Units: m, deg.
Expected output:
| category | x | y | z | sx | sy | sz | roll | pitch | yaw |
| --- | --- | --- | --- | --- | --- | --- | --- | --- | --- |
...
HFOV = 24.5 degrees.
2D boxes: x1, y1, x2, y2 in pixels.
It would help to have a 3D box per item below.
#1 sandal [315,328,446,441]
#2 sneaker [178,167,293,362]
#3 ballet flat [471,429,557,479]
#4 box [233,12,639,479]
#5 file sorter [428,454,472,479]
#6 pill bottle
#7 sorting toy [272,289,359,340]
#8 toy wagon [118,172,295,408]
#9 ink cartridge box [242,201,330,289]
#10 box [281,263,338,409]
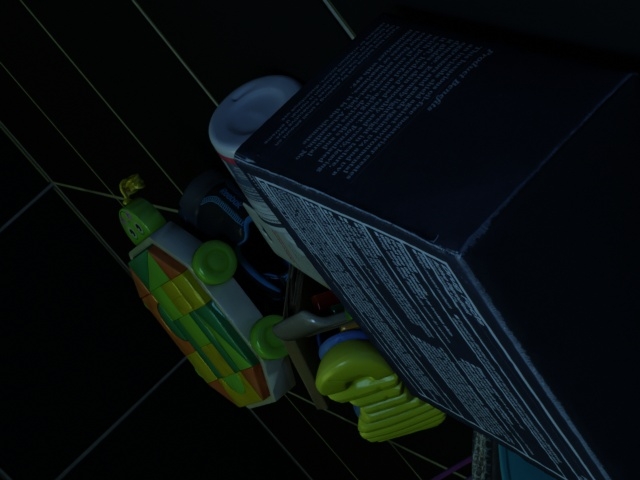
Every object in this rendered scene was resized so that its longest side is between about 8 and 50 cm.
| category | x | y | z | sx | sy | sz | roll | pitch | yaw |
| --- | --- | --- | --- | --- | --- | --- | --- | --- | --- |
| sandal | 0.075 | 0.160 | 1.878 | 0.317 | 0.126 | 0.138 | 58 | -164 | -58 |
| sneaker | -0.070 | 0.061 | 1.952 | 0.140 | 0.125 | 0.341 | 32 | 160 | 48 |
| ballet flat | 0.192 | 0.272 | 1.205 | 0.164 | 0.482 | 0.182 | -3 | 136 | 14 |
| box | 0.140 | 0.014 | 1.078 | 0.296 | 0.183 | 0.294 | 53 | 166 | -32 |
| file sorter | 0.231 | 0.358 | 1.655 | 0.202 | 0.182 | 0.291 | 60 | 171 | -7 |
| pill bottle | -0.029 | -0.070 | 1.499 | 0.108 | 0.108 | 0.180 | 32 | 161 | 45 |
| sorting toy | 0.056 | 0.057 | 1.507 | 0.348 | 0.196 | 0.047 | 145 | 112 | -75 |
| toy wagon | -0.167 | 0.069 | 1.925 | 0.344 | 0.068 | 0.267 | 52 | 156 | -4 |
| ink cartridge box | 0.000 | 0.000 | 1.706 | 0.181 | 0.061 | 0.104 | 32 | 161 | 44 |
| box | -0.010 | 0.098 | 1.859 | 0.021 | 0.164 | 0.201 | -1 | 149 | 13 |
